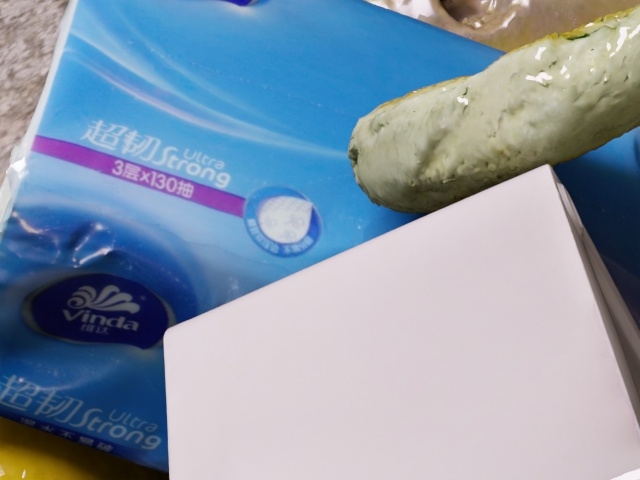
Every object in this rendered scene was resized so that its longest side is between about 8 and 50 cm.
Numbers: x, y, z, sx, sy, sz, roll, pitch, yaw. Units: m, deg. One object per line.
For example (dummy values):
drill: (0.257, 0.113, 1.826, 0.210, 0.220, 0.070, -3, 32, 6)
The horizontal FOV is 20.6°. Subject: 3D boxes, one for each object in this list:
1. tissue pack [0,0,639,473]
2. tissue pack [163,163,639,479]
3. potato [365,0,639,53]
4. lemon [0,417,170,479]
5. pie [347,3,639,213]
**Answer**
tissue pack: (0.000, 0.000, 0.730, 0.198, 0.263, 0.146, -83, 15, -48)
tissue pack: (0.071, 0.125, 0.555, 0.136, 0.246, 0.159, -26, 35, 12)
potato: (0.094, -0.122, 0.883, 0.296, 0.141, 0.192, -14, 33, -15)
lemon: (-0.152, 0.123, 0.785, 0.204, 0.204, 0.260, -23, 50, 18)
pie: (0.097, -0.056, 0.605, 0.186, 0.041, 0.187, -22, 2, 1)
